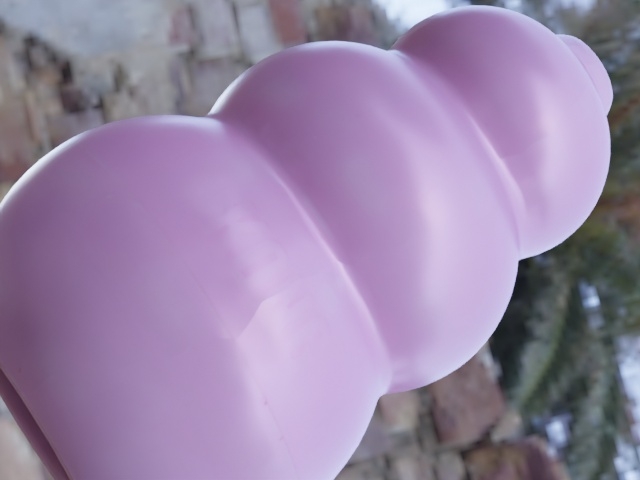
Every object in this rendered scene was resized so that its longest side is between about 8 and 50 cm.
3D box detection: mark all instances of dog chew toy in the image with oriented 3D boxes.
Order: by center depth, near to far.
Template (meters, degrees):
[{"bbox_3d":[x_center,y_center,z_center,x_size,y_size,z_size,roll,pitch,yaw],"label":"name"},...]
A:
[{"bbox_3d":[0.000,0.000,0.964,0.207,0.332,0.207,53,-15,21],"label":"dog chew toy"}]
